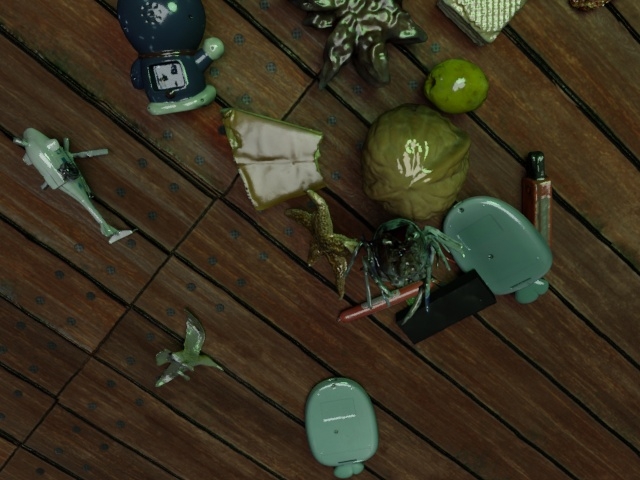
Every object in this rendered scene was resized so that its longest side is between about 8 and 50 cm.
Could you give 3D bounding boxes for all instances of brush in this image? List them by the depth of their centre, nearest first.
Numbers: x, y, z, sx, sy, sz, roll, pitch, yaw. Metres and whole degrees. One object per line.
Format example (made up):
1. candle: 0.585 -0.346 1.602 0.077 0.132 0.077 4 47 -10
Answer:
1. brush: 0.487 -0.039 1.040 0.051 0.070 0.323 -7 109 1

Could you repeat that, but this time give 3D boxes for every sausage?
1. sausage: 0.152 0.142 1.090 0.253 0.034 0.034 -23 105 7

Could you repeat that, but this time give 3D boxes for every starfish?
1. starfish: 0.000 0.000 0.978 0.062 0.236 0.277 -38 127 -24

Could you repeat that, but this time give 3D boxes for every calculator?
1. calculator: 0.397 0.029 1.030 0.186 0.041 0.299 -34 103 32
2. calculator: 0.055 0.484 1.183 0.184 0.042 0.295 -10 105 1

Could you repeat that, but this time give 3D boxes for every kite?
1. kite: 0.270 0.094 1.100 0.245 0.006 0.198 19 104 -7

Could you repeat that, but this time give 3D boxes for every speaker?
1. speaker: 0.285 0.157 1.071 0.218 0.044 0.082 -35 104 23

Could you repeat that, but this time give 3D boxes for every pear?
1. pear: 0.276 -0.311 0.939 0.132 0.107 0.107 -1 106 -14

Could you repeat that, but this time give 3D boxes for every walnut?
1. walnut: 0.180 -0.151 0.899 0.225 0.261 0.224 6 120 10

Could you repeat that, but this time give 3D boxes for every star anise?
1. star anise: 0.057 -0.442 0.889 0.316 0.108 0.315 -3 107 -9

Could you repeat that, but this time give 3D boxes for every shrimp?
1. shrimp: 0.147 0.031 0.874 0.222 0.410 0.165 -19 100 7

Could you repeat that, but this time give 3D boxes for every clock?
1. clock: -0.286 -0.371 0.885 0.200 0.146 0.243 -5 113 4

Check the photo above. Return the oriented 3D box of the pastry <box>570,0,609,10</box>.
1. pastry: 0.579 -0.519 0.908 0.169 0.063 0.087 -37 101 9

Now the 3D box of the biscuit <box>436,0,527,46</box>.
1. biscuit: 0.412 -0.585 0.877 0.144 0.078 0.426 40 100 -11

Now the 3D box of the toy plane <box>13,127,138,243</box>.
1. toy plane: -0.521 -0.105 0.969 0.182 0.107 0.273 -9 110 6

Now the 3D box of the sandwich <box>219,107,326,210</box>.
1. sandwich: -0.085 -0.196 0.955 0.186 0.108 0.219 -21 103 4

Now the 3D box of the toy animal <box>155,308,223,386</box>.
1. toy animal: -0.307 0.292 1.092 0.155 0.095 0.219 30 104 -5
